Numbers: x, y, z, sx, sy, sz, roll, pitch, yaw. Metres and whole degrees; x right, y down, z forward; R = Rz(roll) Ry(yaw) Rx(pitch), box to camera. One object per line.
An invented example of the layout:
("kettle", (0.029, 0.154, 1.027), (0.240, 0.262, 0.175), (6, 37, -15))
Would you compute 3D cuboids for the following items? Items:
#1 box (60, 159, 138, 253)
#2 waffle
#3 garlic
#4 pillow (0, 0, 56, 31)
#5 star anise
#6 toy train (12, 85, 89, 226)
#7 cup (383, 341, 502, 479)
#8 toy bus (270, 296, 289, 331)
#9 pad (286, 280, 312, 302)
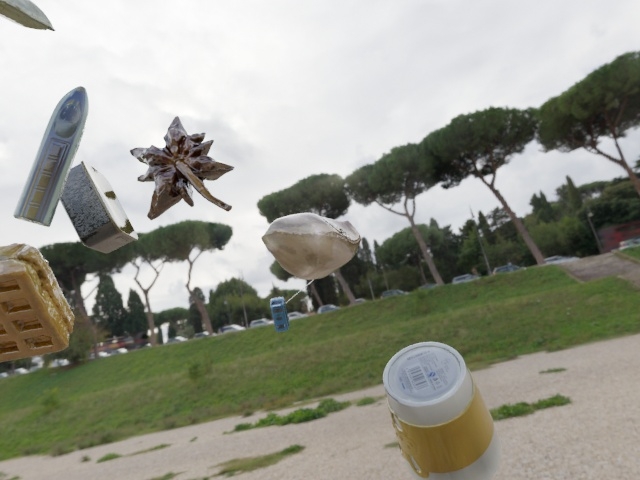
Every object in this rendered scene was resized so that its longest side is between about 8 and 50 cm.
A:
("box", (-0.538, -0.073, 1.033), (0.090, 0.201, 0.144), (-30, -7, -8))
("waffle", (-0.654, 0.130, 0.784), (0.327, 0.098, 0.224), (-9, -55, -10))
("garlic", (0.002, 0.009, 0.980), (0.112, 0.143, 0.318), (-23, -11, 29))
("pillow", (-0.745, -0.551, 0.922), (0.075, 0.302, 0.185), (-60, -11, 10))
("star anise", (-0.397, -0.205, 1.236), (0.292, 0.350, 0.109), (-23, -15, 15))
("toy train", (-0.433, -0.150, 0.709), (0.055, 0.252, 0.048), (16, -14, -21))
("cup", (0.201, 0.309, 0.809), (0.185, 0.226, 0.241), (-32, 28, -17))
("toy bus", (-0.105, 0.191, 1.117), (0.038, 0.083, 0.046), (-9, 18, 2))
("pad", (-0.064, 0.165, 1.444), (0.127, 0.004, 0.190), (-41, -3, 13))
